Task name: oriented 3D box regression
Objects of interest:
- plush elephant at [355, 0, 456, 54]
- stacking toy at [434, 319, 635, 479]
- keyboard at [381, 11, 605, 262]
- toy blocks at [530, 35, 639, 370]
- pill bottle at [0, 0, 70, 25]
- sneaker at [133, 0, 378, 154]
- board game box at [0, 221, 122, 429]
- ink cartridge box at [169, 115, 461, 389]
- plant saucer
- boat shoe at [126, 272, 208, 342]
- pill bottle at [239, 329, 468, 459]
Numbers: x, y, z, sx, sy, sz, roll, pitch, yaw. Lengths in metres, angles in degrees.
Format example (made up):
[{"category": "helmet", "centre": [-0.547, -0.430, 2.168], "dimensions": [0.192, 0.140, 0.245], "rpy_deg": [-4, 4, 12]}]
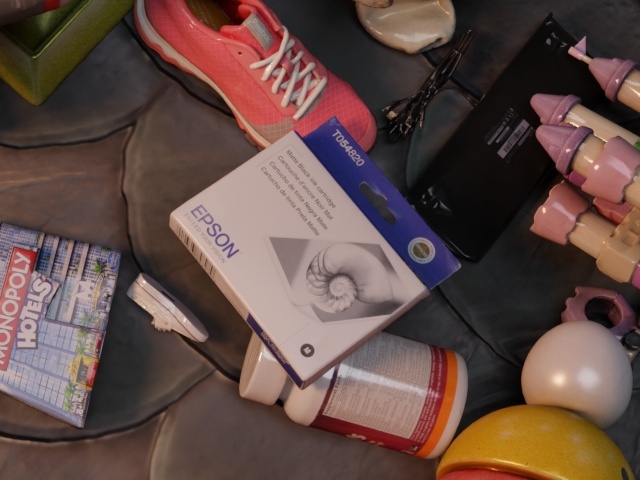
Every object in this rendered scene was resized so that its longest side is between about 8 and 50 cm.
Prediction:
[{"category": "plush elephant", "centre": [0.130, -0.356, 1.341], "dimensions": [0.255, 0.330, 0.272], "rpy_deg": [21, 88, -32]}, {"category": "stacking toy", "centre": [0.207, 0.283, 1.206], "dimensions": [0.350, 0.350, 0.480], "rpy_deg": [27, 65, -8]}, {"category": "keyboard", "centre": [0.193, -0.144, 1.418], "dimensions": [0.201, 0.033, 0.317], "rpy_deg": [43, 72, -10]}, {"category": "toy blocks", "centre": [0.331, -0.079, 1.356], "dimensions": [0.260, 0.309, 0.288], "rpy_deg": [33, 60, 20]}, {"category": "pill bottle", "centre": [-0.380, -0.247, 1.074], "dimensions": [0.283, 0.161, 0.161], "rpy_deg": [-21, 85, -15]}, {"category": "sneaker", "centre": [-0.068, -0.189, 1.306], "dimensions": [0.313, 0.136, 0.116], "rpy_deg": [35, 74, -6]}, {"category": "board game box", "centre": [-0.317, 0.078, 1.233], "dimensions": [0.194, 0.060, 0.194], "rpy_deg": [14, 76, -12]}, {"category": "ink cartridge box", "centre": [0.000, 0.000, 1.230], "dimensions": [0.224, 0.045, 0.223], "rpy_deg": [-36, 78, -20]}, {"category": "plant saucer", "centre": [-0.317, -0.276, 1.309], "dimensions": [0.188, 0.045, 0.188], "rpy_deg": [40, 73, -4]}, {"category": "boat shoe", "centre": [-0.165, 0.079, 1.287], "dimensions": [0.100, 0.035, 0.035], "rpy_deg": [41, 100, -7]}, {"category": "pill bottle", "centre": [0.034, 0.147, 1.274], "dimensions": [0.221, 0.121, 0.121], "rpy_deg": [17, 76, -10]}]
